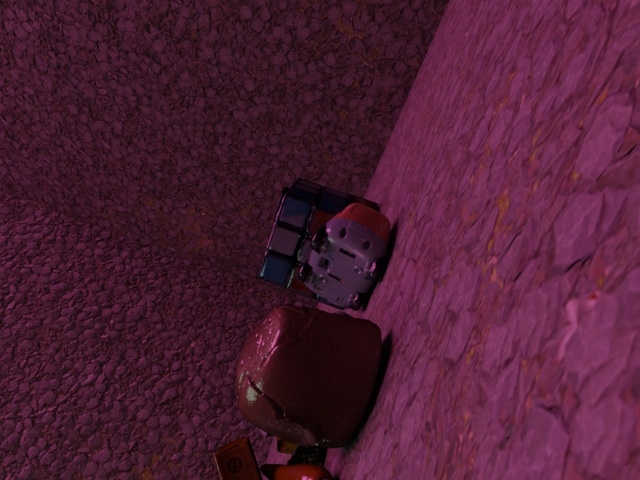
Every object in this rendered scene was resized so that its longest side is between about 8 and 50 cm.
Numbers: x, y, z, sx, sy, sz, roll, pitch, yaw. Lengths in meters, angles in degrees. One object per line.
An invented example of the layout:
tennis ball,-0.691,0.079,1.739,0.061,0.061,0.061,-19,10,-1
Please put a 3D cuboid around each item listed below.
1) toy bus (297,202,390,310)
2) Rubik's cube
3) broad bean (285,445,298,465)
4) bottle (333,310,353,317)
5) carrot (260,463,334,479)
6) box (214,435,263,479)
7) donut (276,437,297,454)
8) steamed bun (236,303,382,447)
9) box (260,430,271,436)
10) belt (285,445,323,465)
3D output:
toy bus,0.079,0.030,1.414,0.232,0.194,0.287,-59,-7,-43
Rubik's cube,0.000,0.000,1.960,0.362,0.359,0.362,-76,4,-73
broad bean,-0.047,0.537,1.273,0.048,0.071,0.213,51,127,59
bottle,0.045,0.258,1.487,0.269,0.083,0.083,108,-178,-72
carrot,-0.054,0.469,1.025,0.336,0.069,0.069,-33,32,58
box,-0.144,0.566,1.110,0.174,0.076,0.273,115,135,-71
donut,-0.050,0.469,1.436,0.253,0.119,0.253,-159,90,-87
steamed bun,-0.029,0.272,0.962,0.199,0.252,0.301,-90,17,-46
box,-0.034,0.336,1.205,0.155,0.067,0.242,9,-61,-47
belt,-0.042,0.520,1.173,0.151,0.079,0.121,-57,-11,-12
